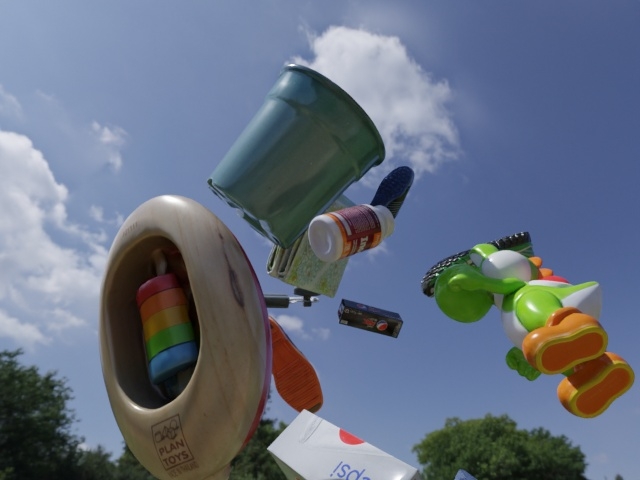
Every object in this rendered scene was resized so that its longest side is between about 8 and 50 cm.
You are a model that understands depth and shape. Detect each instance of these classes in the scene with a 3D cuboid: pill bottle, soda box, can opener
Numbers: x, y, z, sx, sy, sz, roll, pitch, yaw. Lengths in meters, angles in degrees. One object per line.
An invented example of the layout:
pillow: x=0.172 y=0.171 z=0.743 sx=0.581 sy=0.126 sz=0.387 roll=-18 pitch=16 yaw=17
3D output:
pill bottle: x=0.061 y=-0.018 z=0.807 sx=0.152 sy=0.086 sz=0.086 roll=-17 pitch=-21 yaw=-36
soda box: x=0.037 y=0.359 z=0.676 sx=0.286 sy=0.098 sz=0.091 roll=-4 pitch=-60 yaw=57
soda box: x=0.132 y=0.210 z=1.202 sx=0.169 sy=0.060 sz=0.053 roll=16 pitch=-78 yaw=-7
can opener: x=-0.138 y=0.206 z=1.629 sx=0.280 sy=0.093 sz=0.074 roll=-2 pitch=4 yaw=-9

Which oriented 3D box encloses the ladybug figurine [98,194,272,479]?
ladybug figurine: x=-0.202 y=0.140 z=0.699 sx=0.305 sy=0.449 sz=0.162 roll=-30 pitch=-27 yaw=22

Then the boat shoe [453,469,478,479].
boat shoe: x=0.329 y=0.584 z=0.971 sx=0.109 sy=0.094 sz=0.302 roll=28 pitch=-10 yaw=23

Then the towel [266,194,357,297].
towel: x=0.000 y=0.000 z=1.393 sx=0.090 sy=0.320 sz=0.374 roll=21 pitch=-4 yaw=31

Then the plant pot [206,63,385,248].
plant pot: x=-0.074 y=-0.181 z=1.091 sx=0.341 sy=0.334 sz=0.341 roll=37 pitch=-10 yaw=8

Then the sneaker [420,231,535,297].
sneaker: x=0.432 y=0.088 z=1.190 sx=0.343 sy=0.146 sz=0.134 roll=-17 pitch=-6 yaw=-9

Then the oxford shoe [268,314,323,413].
oxford shoe: x=-0.103 y=0.372 z=1.382 sx=0.130 sy=0.133 sz=0.363 roll=-29 pitch=-82 yaw=-2

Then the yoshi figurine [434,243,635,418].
yoshi figurine: x=0.306 y=0.126 z=0.746 sx=0.203 sy=0.362 sz=0.203 roll=7 pitch=-70 yaw=-8

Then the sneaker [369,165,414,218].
sneaker: x=0.211 y=-0.124 z=1.336 sx=0.090 sy=0.081 sz=0.232 roll=-5 pitch=-43 yaw=-53
